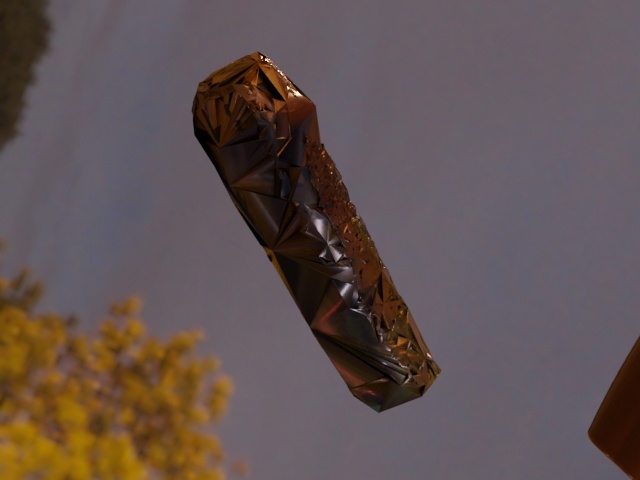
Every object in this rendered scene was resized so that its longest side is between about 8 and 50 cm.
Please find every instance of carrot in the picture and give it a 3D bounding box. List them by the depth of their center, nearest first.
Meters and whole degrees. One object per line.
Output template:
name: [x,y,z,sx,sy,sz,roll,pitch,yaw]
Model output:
carrot: [-0.001,0.001,1.035,0.069,0.229,0.069,-23,-156,11]

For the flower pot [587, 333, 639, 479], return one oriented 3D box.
flower pot: [0.327,0.143,1.541,0.173,0.190,0.190,-49,-162,5]
